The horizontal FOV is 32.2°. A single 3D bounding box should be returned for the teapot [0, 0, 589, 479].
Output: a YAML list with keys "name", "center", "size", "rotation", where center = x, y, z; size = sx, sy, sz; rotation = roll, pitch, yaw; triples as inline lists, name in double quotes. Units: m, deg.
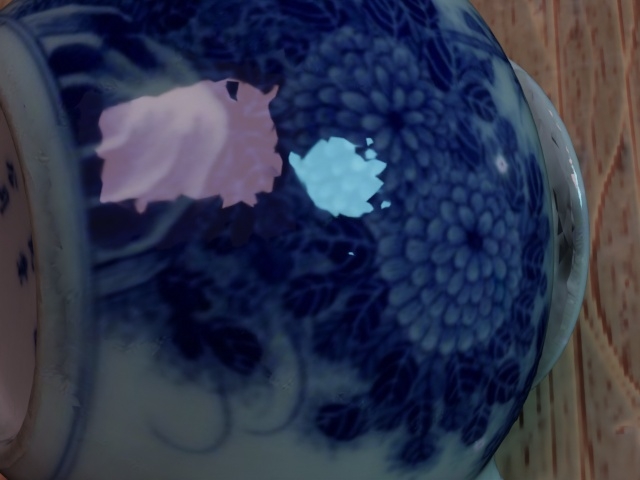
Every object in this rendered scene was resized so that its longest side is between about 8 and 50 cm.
- name: "teapot"
  center: [0.000, 0.000, 0.448]
  size: [0.280, 0.252, 0.424]
  rotation: [-4, 62, -31]
